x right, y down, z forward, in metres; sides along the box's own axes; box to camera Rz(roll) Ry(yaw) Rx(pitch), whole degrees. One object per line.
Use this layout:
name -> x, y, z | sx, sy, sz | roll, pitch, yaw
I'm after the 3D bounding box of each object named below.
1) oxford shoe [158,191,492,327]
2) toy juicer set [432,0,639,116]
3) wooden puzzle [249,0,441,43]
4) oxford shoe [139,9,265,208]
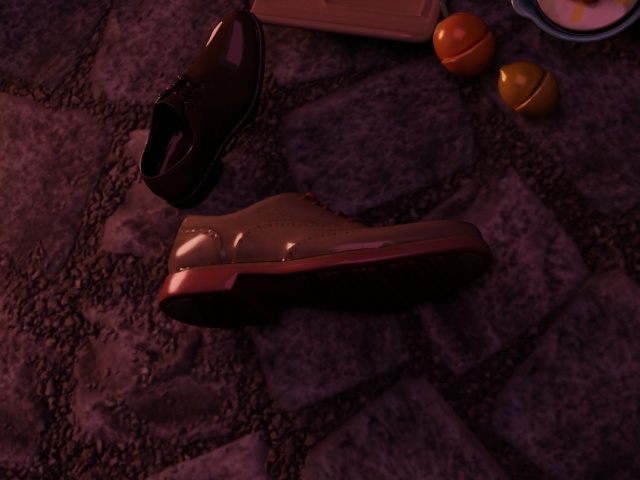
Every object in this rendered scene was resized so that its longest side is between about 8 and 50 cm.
oxford shoe -> 0.000, 0.000, 1.511 | 0.348, 0.123, 0.130 | -6, 62, 17
toy juicer set -> 0.262, -0.223, 1.510 | 0.329, 0.089, 0.209 | 13, 76, 21
wooden puzzle -> 0.053, -0.324, 1.669 | 0.221, 0.044, 0.238 | 11, 69, 25
oxford shoe -> -0.126, -0.150, 1.620 | 0.083, 0.096, 0.227 | 17, 82, 29
